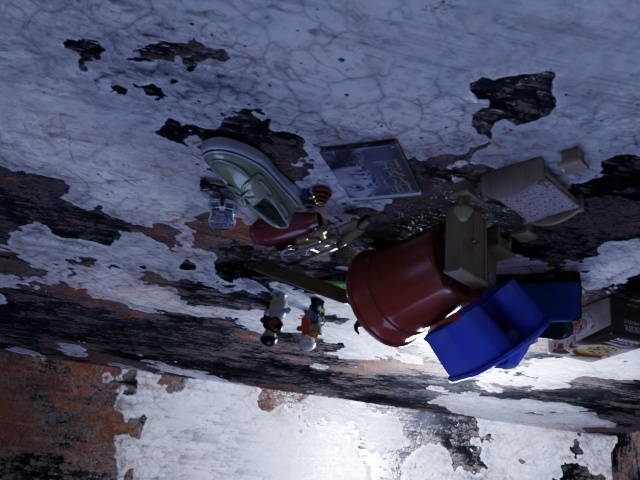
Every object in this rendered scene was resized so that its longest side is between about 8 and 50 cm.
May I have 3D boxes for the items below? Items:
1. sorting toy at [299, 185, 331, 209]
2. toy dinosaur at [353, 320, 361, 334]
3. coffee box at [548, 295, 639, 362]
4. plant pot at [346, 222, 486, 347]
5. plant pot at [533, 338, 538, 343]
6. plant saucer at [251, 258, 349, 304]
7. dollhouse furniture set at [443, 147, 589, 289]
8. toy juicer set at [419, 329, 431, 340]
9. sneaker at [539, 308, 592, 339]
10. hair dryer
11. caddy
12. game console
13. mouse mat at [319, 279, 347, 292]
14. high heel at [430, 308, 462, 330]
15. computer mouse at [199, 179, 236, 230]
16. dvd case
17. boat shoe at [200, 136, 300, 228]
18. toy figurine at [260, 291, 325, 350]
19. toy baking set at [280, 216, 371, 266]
[{"bbox_3d":[-0.017,-0.091,1.617,0.061,0.042,0.102,17,154,-24],"label":"sorting toy"},{"bbox_3d":[0.169,0.153,1.936,0.160,0.313,0.121,38,120,-13],"label":"toy dinosaur"},{"bbox_3d":[0.859,0.280,2.158,0.168,0.118,0.297,13,156,-15],"label":"coffee box"},{"bbox_3d":[0.250,0.098,1.744,0.273,0.272,0.265,21,145,-31],"label":"plant pot"},{"bbox_3d":[0.647,0.306,2.299,0.096,0.109,0.109,3,159,-25],"label":"plant pot"},{"bbox_3d":[-0.048,0.108,1.866,0.278,0.041,0.278,21,176,1],"label":"plant saucer"},{"bbox_3d":[0.456,-0.015,1.513,0.356,0.173,0.303,-16,149,41],"label":"dollhouse furniture set"},{"bbox_3d":[0.417,0.327,2.342,0.329,0.089,0.209,3,177,13],"label":"toy juicer set"},{"bbox_3d":[0.632,0.232,1.996,0.145,0.090,0.270,-6,-178,-34],"label":"sneaker"},{"bbox_3d":[-0.077,-0.018,1.797,0.224,0.080,0.293,-2,166,-24],"label":"hair dryer"},{"bbox_3d":[0.406,0.234,1.685,0.241,0.179,0.341,-32,172,-17],"label":"caddy"},{"bbox_3d":[0.570,0.184,1.944,0.293,0.173,0.250,-3,155,21],"label":"game console"},{"bbox_3d":[0.095,0.145,2.122,0.153,0.007,0.190,26,162,-37],"label":"mouse mat"},{"bbox_3d":[0.528,0.262,2.212,0.378,0.127,0.181,0,167,31],"label":"high heel"},{"bbox_3d":[-0.238,-0.086,1.688,0.106,0.042,0.193,4,151,-8],"label":"computer mouse"},{"bbox_3d":[0.112,-0.143,1.497,0.165,0.018,0.221,-4,155,21],"label":"dvd case"},{"bbox_3d":[-0.142,-0.120,1.514,0.109,0.094,0.302,-11,151,34],"label":"boat shoe"},{"bbox_3d":[-0.092,0.277,2.346,0.213,0.148,0.209,11,156,-10],"label":"toy figurine"},{"bbox_3d":[0.007,-0.001,1.745,0.197,0.030,0.256,-9,161,-25],"label":"toy baking set"}]
